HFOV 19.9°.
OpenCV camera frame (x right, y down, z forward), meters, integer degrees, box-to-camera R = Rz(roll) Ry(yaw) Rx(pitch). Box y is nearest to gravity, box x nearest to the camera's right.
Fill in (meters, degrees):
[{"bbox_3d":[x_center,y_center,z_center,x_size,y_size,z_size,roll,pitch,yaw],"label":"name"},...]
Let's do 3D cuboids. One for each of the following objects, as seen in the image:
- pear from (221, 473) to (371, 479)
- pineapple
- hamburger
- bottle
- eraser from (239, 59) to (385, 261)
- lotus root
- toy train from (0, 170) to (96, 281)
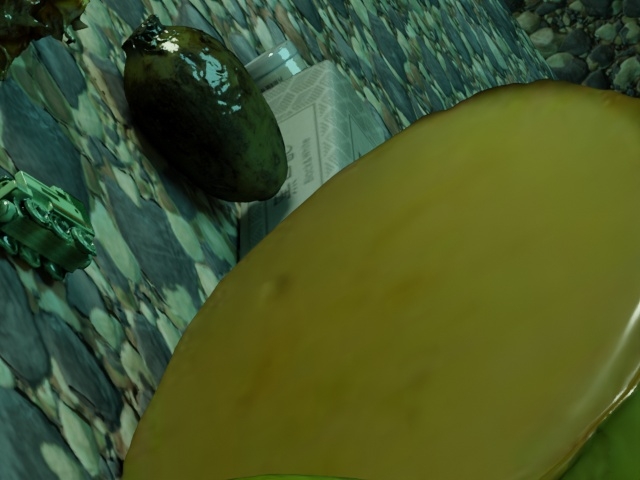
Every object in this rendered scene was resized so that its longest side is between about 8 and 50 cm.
[{"bbox_3d":[0.040,0.230,0.682,0.375,0.287,0.287,1,48,-23],"label":"pear"},{"bbox_3d":[-0.226,-0.221,1.151,0.135,0.079,0.233,54,8,-49],"label":"pineapple"},{"bbox_3d":[0.104,0.135,0.989,0.277,0.396,0.395,47,19,-27],"label":"hamburger"},{"bbox_3d":[0.008,-0.073,1.616,0.217,0.060,0.060,57,16,-7],"label":"bottle"},{"bbox_3d":[0.000,0.000,1.392,0.098,0.096,0.404,52,17,-27],"label":"eraser"},{"bbox_3d":[-0.084,-0.089,1.321,0.080,0.089,0.179,-55,127,-27],"label":"lotus root"},{"bbox_3d":[-0.160,-0.011,1.035,0.083,0.033,0.053,37,22,-53],"label":"toy train"}]
